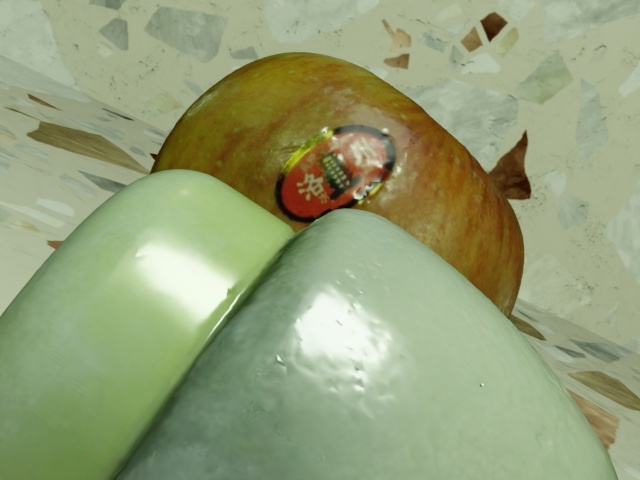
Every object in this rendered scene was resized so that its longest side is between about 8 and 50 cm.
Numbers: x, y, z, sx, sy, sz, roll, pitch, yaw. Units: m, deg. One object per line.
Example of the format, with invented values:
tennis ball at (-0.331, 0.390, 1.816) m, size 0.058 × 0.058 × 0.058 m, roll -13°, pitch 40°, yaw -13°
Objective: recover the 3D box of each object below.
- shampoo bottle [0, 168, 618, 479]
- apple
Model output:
shampoo bottle at (-0.025, 0.144, 0.734) m, size 0.317 × 0.322 × 0.322 m, roll 34°, pitch 11°, yaw -1°
apple at (0.000, 0.000, 1.538) m, size 0.400 × 0.333 × 0.400 m, roll 41°, pitch 0°, yaw 0°
